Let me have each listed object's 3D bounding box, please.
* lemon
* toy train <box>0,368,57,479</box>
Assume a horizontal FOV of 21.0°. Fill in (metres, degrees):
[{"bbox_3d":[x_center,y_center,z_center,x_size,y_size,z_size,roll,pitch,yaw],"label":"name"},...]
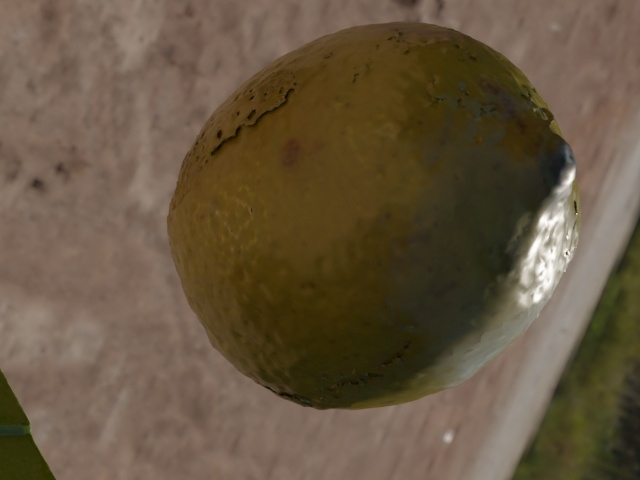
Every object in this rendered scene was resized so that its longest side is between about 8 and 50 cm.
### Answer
[{"bbox_3d":[0.041,-0.016,1.159,0.310,0.258,0.258,-25,-158,42],"label":"lemon"},{"bbox_3d":[-0.266,0.274,1.061,0.150,0.237,0.369,5,124,-38],"label":"toy train"}]
